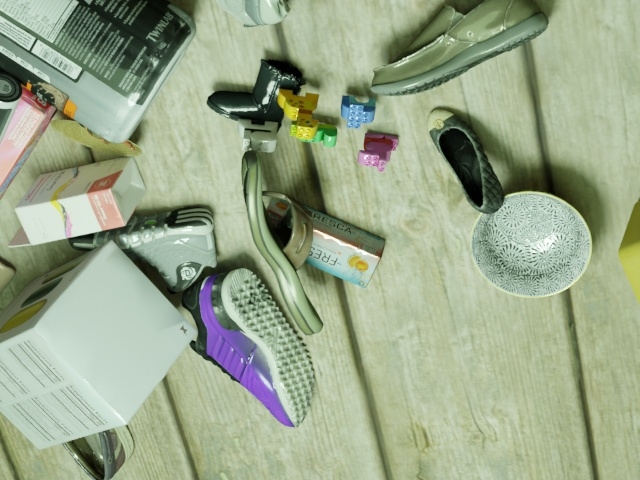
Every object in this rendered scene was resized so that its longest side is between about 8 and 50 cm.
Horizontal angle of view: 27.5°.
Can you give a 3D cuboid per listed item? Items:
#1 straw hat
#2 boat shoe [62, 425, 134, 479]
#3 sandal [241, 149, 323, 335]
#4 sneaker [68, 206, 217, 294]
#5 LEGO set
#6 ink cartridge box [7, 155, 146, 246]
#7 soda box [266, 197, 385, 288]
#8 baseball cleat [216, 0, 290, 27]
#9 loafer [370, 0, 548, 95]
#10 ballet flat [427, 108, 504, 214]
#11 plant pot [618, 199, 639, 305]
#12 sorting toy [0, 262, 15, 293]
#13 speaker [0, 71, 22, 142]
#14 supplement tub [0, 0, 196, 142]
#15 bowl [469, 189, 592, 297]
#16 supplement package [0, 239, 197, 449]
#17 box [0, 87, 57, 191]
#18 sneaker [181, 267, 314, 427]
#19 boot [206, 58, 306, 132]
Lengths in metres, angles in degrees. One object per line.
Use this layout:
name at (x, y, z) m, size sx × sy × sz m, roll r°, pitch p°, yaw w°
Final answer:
straw hat at (-0.314, -0.174, 1.897) m, size 0.145 × 0.144 × 0.061 m, roll 17°, pitch 79°, yaw 2°
boat shoe at (-0.406, 0.276, 2.149) m, size 0.103 × 0.092 × 0.285 m, roll -19°, pitch 113°, yaw 20°
sandal at (-0.044, -0.003, 1.856) m, size 0.086 × 0.120 × 0.302 m, roll -21°, pitch 120°, yaw 3°
sneaker at (-0.264, 0.028, 1.991) m, size 0.229 × 0.086 × 0.132 m, roll -5°, pitch 120°, yaw 13°
LEGO set at (-0.001, -0.150, 1.803) m, size 0.227 × 0.093 × 0.087 m, roll 5°, pitch 127°, yaw -4°
ink cartridge box at (-0.373, -0.057, 1.945) m, size 0.198 × 0.115 × 0.067 m, roll -11°, pitch 117°, yaw 16°
soda box at (0.000, 0.000, 1.935) m, size 0.183 × 0.058 × 0.063 m, roll 24°, pitch 120°, yaw -1°
baseball cleat at (-0.111, -0.380, 1.741) m, size 0.109 × 0.072 × 0.205 m, roll -7°, pitch 113°, yaw 22°
loafer at (0.176, -0.267, 1.746) m, size 0.251 × 0.094 × 0.087 m, roll -24°, pitch 87°, yaw 12°
ballet flat at (0.199, -0.112, 1.800) m, size 0.057 × 0.049 × 0.173 m, roll -39°, pitch 69°, yaw 22°
plant pot at (0.525, 0.018, 1.769) m, size 0.187 × 0.212 × 0.212 m, roll -14°, pitch 116°, yaw 33°
sorting toy at (-0.619, 0.051, 2.104) m, size 0.208 × 0.038 × 0.193 m, roll 35°, pitch 120°, yaw -14°
speaker at (-0.442, -0.162, 1.744) m, size 0.055 × 0.055 × 0.136 m, roll 32°, pitch 134°, yaw -7°
supplement tub at (-0.355, -0.299, 1.755) m, size 0.338 × 0.207 × 0.207 m, roll 33°, pitch 120°, yaw -7°
bowl at (0.299, -0.011, 1.857) m, size 0.170 × 0.080 × 0.170 m, roll 5°, pitch 119°, yaw 8°
supplement package at (-0.369, 0.161, 1.969) m, size 0.198 × 0.199 × 0.263 m, roll 49°, pitch 140°, yaw -16°
box at (-0.500, -0.144, 1.901) m, size 0.142 × 0.154 × 0.300 m, roll 35°, pitch 118°, yaw -9°
sneaker at (-0.121, 0.170, 2.038) m, size 0.146 × 0.102 × 0.293 m, roll -10°, pitch 120°, yaw 30°
boot at (-0.089, -0.212, 1.844) m, size 0.121 × 0.045 × 0.099 m, roll 21°, pitch 123°, yaw -9°
